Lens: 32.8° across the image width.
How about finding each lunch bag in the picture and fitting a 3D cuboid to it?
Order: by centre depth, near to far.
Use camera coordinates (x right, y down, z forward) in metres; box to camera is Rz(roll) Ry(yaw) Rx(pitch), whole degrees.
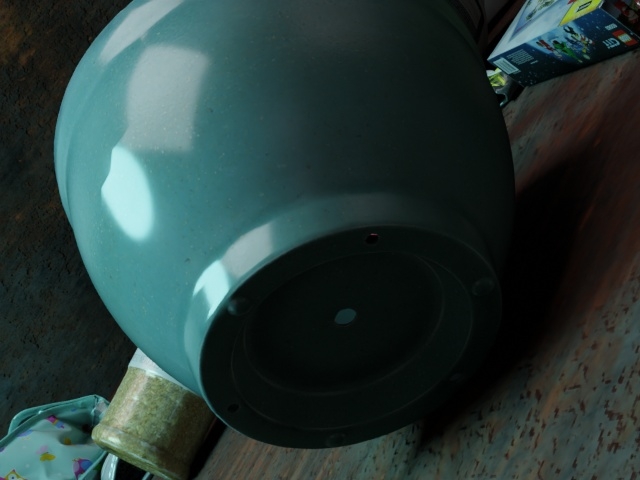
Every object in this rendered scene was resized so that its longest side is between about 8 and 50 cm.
[{"bbox_3d":[-0.385,0.362,1.525,0.262,0.160,0.223,-54,-19,-58],"label":"lunch bag"}]

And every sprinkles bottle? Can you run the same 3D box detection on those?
[{"bbox_3d":[-0.130,0.096,1.257,0.355,0.121,0.121,-64,11,-18],"label":"sprinkles bottle"}]

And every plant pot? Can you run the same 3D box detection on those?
[{"bbox_3d":[-0.005,-0.002,0.655,0.293,0.293,0.196,-51,35,25],"label":"plant pot"}]

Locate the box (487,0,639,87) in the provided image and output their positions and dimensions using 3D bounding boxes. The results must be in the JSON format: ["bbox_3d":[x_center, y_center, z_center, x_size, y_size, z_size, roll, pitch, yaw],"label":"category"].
[{"bbox_3d":[0.223,-0.207,0.830,0.159,0.044,0.233,-55,8,-4],"label":"box"}]

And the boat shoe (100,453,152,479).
[{"bbox_3d":[-0.220,0.247,1.465,0.227,0.079,0.081,-63,17,-10],"label":"boat shoe"}]

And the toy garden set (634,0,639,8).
[{"bbox_3d":[0.249,-0.249,0.633,0.204,0.049,0.244,-42,23,30],"label":"toy garden set"}]

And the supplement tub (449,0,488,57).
[{"bbox_3d":[0.068,-0.189,1.114,0.191,0.191,0.272,-49,11,37],"label":"supplement tub"}]

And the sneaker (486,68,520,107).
[{"bbox_3d":[0.153,-0.135,0.982,0.035,0.031,0.083,-59,9,-19],"label":"sneaker"}]

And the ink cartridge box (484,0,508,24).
[{"bbox_3d":[0.134,-0.309,1.353,0.306,0.131,0.226,-49,14,26],"label":"ink cartridge box"}]
